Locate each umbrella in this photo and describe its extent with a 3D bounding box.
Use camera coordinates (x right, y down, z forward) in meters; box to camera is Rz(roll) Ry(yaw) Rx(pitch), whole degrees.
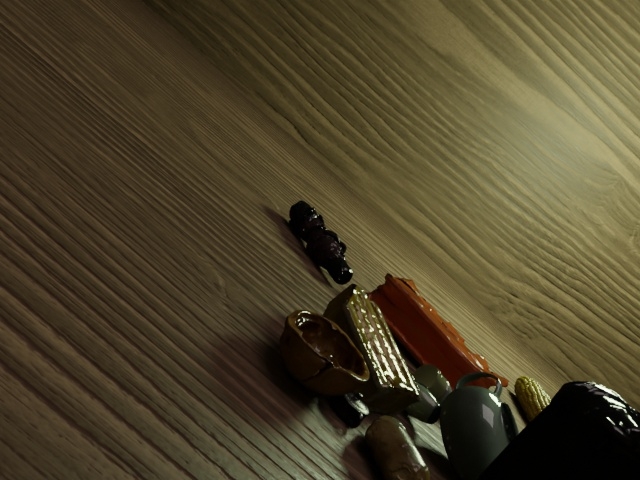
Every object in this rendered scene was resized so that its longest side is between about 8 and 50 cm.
[{"bbox_3d":[0.000,0.000,1.901,0.090,0.094,0.326,14,26,-37],"label":"umbrella"}]

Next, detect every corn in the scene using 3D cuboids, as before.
[{"bbox_3d":[0.680,0.516,2.235,0.101,0.101,0.310,39,14,-13],"label":"corn"}]

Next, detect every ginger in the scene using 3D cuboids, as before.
[{"bbox_3d":[0.118,0.338,1.125,0.095,0.068,0.190,64,-3,-34],"label":"ginger"}]

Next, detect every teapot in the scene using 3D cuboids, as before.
[{"bbox_3d":[0.054,0.275,1.194,0.068,0.045,0.100,35,12,-23],"label":"teapot"},{"bbox_3d":[0.311,0.371,1.361,0.193,0.129,0.294,57,25,-35],"label":"teapot"}]

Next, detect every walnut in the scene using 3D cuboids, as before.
[{"bbox_3d":[-0.004,0.198,1.178,0.167,0.087,0.211,36,10,1],"label":"walnut"}]

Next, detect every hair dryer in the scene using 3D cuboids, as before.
[{"bbox_3d":[0.185,0.314,1.495,0.167,0.067,0.199,40,0,16],"label":"hair dryer"}]

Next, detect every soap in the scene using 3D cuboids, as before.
[{"bbox_3d":[0.084,0.199,1.368,0.160,0.080,0.258,30,28,-50],"label":"soap"}]

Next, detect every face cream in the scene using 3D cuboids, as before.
[{"bbox_3d":[0.289,0.372,1.615,0.224,0.070,0.114,50,6,-31],"label":"face cream"}]

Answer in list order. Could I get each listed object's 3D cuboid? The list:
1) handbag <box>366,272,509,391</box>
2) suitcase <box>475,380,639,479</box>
[{"bbox_3d":[0.304,0.266,1.895,0.410,0.116,0.303,47,10,21],"label":"handbag"},{"bbox_3d":[0.419,0.427,1.092,0.339,0.345,0.188,37,9,-13],"label":"suitcase"}]
